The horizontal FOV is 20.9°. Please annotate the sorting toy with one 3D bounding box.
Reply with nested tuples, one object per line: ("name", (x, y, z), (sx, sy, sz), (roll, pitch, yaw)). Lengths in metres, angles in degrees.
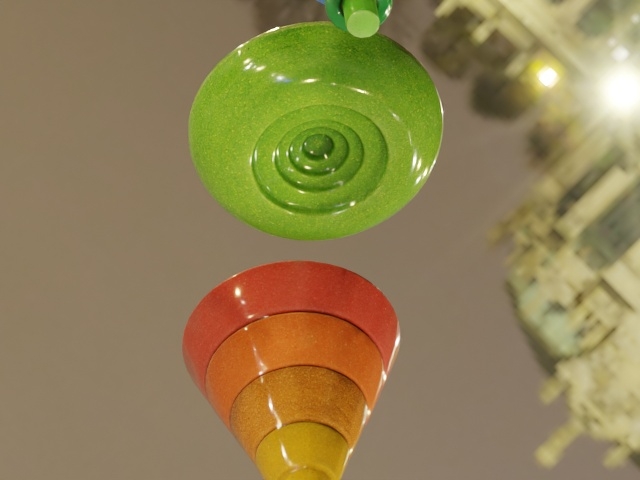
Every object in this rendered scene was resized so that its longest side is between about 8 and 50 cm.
("sorting toy", (0.000, 0.000, 0.837), (0.127, 0.366, 0.126), (1, -140, -7))
